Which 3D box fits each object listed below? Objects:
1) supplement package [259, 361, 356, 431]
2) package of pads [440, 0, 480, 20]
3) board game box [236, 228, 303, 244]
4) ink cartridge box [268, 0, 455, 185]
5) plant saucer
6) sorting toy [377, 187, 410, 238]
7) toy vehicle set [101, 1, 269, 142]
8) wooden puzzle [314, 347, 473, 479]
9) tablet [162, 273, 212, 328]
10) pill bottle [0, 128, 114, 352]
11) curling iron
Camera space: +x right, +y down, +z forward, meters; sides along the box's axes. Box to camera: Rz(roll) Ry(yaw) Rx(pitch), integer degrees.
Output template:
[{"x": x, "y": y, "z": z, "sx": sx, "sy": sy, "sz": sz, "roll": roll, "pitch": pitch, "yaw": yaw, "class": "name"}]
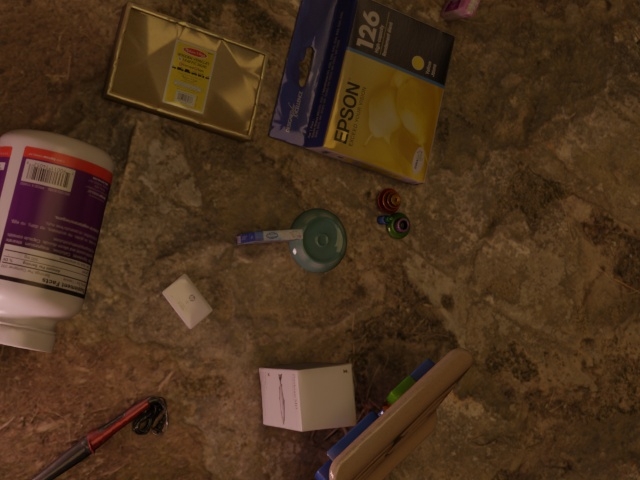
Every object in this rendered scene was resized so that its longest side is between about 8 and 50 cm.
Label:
[{"x": -0.024, "y": 0.265, "z": 1.746, "sx": 0.105, "sy": 0.179, "sz": 0.105, "roll": -2, "pitch": 85, "yaw": -25, "class": "supplement package"}, {"x": 0.274, "y": -0.457, "z": 1.980, "sx": 0.032, "sy": 0.083, "sz": 0.050, "roll": 33, "pitch": 78, "yaw": -25, "class": "package of pads"}, {"x": -0.090, "y": -0.007, "z": 1.781, "sx": 0.090, "sy": 0.090, "sz": 0.020, "roll": -3, "pitch": 88, "yaw": -26, "class": "board game box"}, {"x": 0.085, "y": -0.291, "z": 1.892, "sx": 0.307, "sy": 0.072, "sz": 0.303, "roll": 17, "pitch": 81, "yaw": -26, "class": "ink cartridge box"}, {"x": 0.000, "y": 0.000, "z": 1.861, "sx": 0.119, "sy": 0.021, "sz": 0.119, "roll": 1, "pitch": 87, "yaw": -25, "class": "plant saucer"}, {"x": 0.141, "y": -0.049, "z": 1.919, "sx": 0.061, "sy": 0.042, "sz": 0.102, "roll": -31, "pitch": 101, "yaw": -23, "class": "sorting toy"}, {"x": -0.229, "y": -0.287, "z": 1.758, "sx": 0.267, "sy": 0.035, "sz": 0.166, "roll": 16, "pitch": 81, "yaw": -24, "class": "toy vehicle set"}, {"x": 0.104, "y": 0.337, "z": 1.760, "sx": 0.322, "sy": 0.348, "sz": 0.080, "roll": -40, "pitch": 71, "yaw": -22, "class": "wooden puzzle"}, {"x": -0.229, "y": 0.105, "z": 1.756, "sx": 0.054, "sy": 0.006, "sz": 0.083, "roll": -41, "pitch": 105, "yaw": -22, "class": "tablet"}, {"x": -0.437, "y": 0.002, "z": 1.566, "sx": 0.181, "sy": 0.181, "sz": 0.323, "roll": 15, "pitch": 82, "yaw": -24, "class": "pill bottle"}, {"x": -0.364, "y": 0.340, "z": 1.664, "sx": 0.274, "sy": 0.035, "sz": 0.068, "roll": -29, "pitch": 99, "yaw": -24, "class": "curling iron"}]
